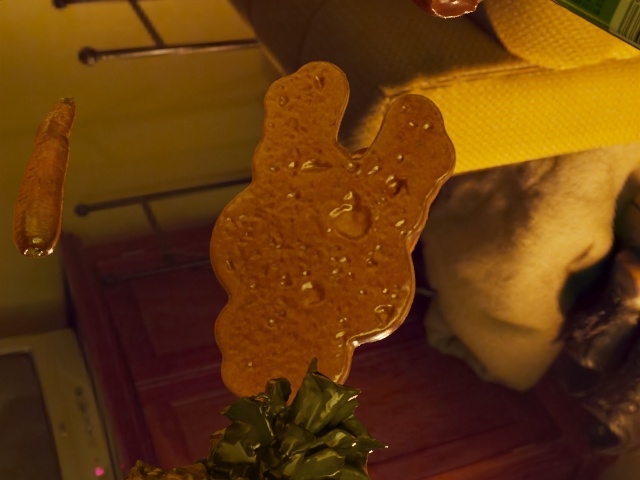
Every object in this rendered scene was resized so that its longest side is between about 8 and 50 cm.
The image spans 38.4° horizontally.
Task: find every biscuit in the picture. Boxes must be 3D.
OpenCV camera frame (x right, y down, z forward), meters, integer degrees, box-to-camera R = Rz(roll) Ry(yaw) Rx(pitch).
[{"bbox_3d":[0.000,0.000,0.877,0.047,0.202,0.334,58,-130,-80],"label":"biscuit"}]

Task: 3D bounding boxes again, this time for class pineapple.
[{"bbox_3d":[-0.052,0.157,0.508,0.128,0.248,0.128,11,113,27],"label":"pineapple"}]

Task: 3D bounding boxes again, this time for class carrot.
[{"bbox_3d":[-0.340,-0.087,1.147,0.059,0.059,0.248,113,161,-57],"label":"carrot"}]

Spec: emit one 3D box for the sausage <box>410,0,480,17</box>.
[{"bbox_3d":[0.065,-0.255,0.723,0.197,0.076,0.076,59,153,29],"label":"sausage"}]

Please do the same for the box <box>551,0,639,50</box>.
[{"bbox_3d":[0.434,-0.314,1.245,0.345,0.134,0.097,40,129,29],"label":"box"}]

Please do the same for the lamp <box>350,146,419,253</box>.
[{"bbox_3d":[0.070,-0.044,1.321,0.187,0.163,0.188,20,-90,-89],"label":"lamp"}]
